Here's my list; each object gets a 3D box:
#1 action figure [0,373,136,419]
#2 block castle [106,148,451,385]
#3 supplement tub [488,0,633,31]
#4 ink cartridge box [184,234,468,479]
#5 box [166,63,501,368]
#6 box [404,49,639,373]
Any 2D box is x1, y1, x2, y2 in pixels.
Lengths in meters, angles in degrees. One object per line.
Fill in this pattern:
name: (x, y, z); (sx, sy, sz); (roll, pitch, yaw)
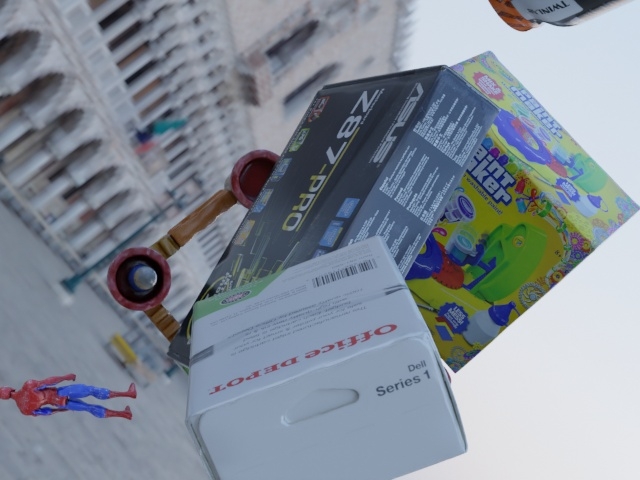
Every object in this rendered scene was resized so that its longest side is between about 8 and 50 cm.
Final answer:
action figure: (-0.219, 0.135, 0.966); (0.115, 0.038, 0.030); (7, 24, -24)
block castle: (-0.053, 0.127, 1.555); (0.453, 0.303, 0.213); (52, -12, -8)
supplement tub: (0.219, -0.236, 0.852); (0.190, 0.117, 0.117); (-21, -66, 39)
ink cartridge box: (-0.003, 0.089, 0.775); (0.219, 0.160, 0.092); (-105, 174, -73)
box: (0.000, 0.000, 1.252); (0.097, 0.395, 0.318); (34, -9, -23)
box: (0.200, -0.039, 1.463); (0.290, 0.177, 0.279); (48, -53, 10)
